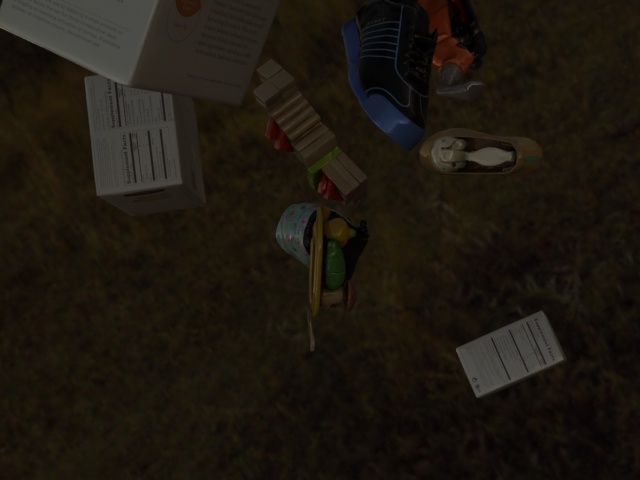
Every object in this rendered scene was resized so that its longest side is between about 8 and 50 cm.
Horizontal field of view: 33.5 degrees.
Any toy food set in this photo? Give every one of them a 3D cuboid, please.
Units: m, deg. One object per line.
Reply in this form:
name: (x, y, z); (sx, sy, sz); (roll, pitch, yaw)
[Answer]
toy food set: (0.021, 0.053, 1.674); (0.071, 0.217, 0.128); (2, 18, -5)

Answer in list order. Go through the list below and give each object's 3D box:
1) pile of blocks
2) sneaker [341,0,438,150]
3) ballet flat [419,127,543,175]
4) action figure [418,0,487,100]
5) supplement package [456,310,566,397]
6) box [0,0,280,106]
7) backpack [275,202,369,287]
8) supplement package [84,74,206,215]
pile of blocks: (-0.044, -0.208, 2.286); (0.113, 0.362, 0.149); (-38, 5, -13)
sneaker: (0.082, -0.193, 1.117); (0.090, 0.081, 0.232); (-41, 38, 25)
ballet flat: (0.241, -0.141, 1.706); (0.232, 0.080, 0.073); (3, 8, 40)
action figure: (0.125, -0.363, 1.544); (0.179, 0.341, 0.330); (-28, 18, 1)
supplement package: (0.364, 0.218, 2.021); (0.179, 0.105, 0.105); (-25, -14, 11)
box: (-0.129, -0.324, 1.015); (0.168, 0.345, 0.215); (27, 12, 21)
backpack: (0.000, 0.000, 2.145); (0.115, 0.182, 0.152); (4, 68, 42)
supplement package: (-0.298, -0.164, 1.848); (0.145, 0.204, 0.262); (-7, -6, 2)
